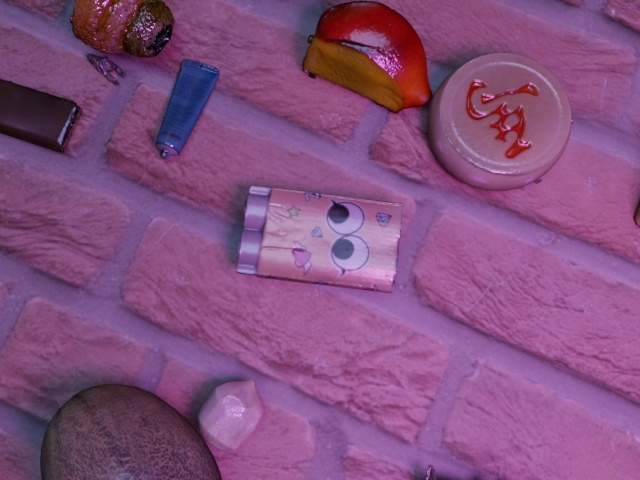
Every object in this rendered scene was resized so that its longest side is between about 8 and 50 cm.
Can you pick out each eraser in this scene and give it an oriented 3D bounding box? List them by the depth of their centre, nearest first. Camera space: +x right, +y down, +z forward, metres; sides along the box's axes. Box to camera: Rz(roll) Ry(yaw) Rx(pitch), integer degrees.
[{"bbox_3d":[0.000,0.000,1.001,0.291,0.087,0.171,7,78,1],"label":"eraser"}]

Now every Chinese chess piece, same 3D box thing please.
[{"bbox_3d":[0.343,-0.228,1.034,0.273,0.102,0.273,0,80,0],"label":"Chinese chess piece"}]

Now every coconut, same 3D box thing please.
[{"bbox_3d":[-0.153,0.299,0.943,0.110,0.110,0.124,41,85,7],"label":"coconut"}]

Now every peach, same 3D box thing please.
[{"bbox_3d":[0.112,-0.367,1.037,0.267,0.154,0.158,28,79,6],"label":"peach"}]

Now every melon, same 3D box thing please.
[{"bbox_3d":[-0.299,0.380,0.851,0.248,0.248,0.329,-43,78,-7],"label":"melon"}]

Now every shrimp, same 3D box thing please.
[{"bbox_3d":[-0.440,-0.358,1.106,0.092,0.029,0.038,44,74,2],"label":"shrimp"}]

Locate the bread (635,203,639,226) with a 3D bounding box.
[{"bbox_3d":[0.708,-0.124,0.973,0.135,0.178,0.240,25,79,6],"label":"bread"}]

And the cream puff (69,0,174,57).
[{"bbox_3d":[-0.370,-0.430,1.054,0.169,0.183,0.183,32,81,-14],"label":"cream puff"}]

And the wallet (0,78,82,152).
[{"bbox_3d":[-0.595,-0.255,1.084,0.198,0.031,0.110,17,79,4],"label":"wallet"}]

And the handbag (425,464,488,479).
[{"bbox_3d":[0.238,0.528,0.889,0.183,0.117,0.270,13,79,-5],"label":"handbag"}]

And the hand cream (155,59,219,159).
[{"bbox_3d":[-0.278,-0.264,1.082,0.083,0.048,0.224,17,74,3],"label":"hand cream"}]
